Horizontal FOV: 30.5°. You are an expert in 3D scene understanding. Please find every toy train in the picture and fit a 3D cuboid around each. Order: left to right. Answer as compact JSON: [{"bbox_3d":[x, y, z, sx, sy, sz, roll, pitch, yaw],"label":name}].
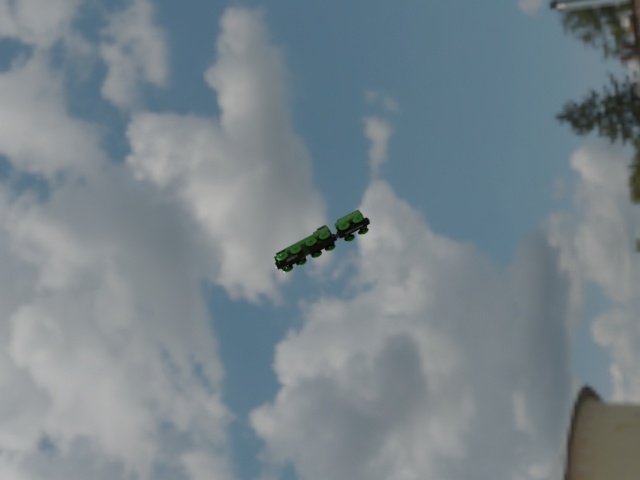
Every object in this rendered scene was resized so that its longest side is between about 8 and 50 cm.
[{"bbox_3d":[0.000,0.000,0.927,0.017,0.083,0.023,66,175,-28],"label":"toy train"}]
